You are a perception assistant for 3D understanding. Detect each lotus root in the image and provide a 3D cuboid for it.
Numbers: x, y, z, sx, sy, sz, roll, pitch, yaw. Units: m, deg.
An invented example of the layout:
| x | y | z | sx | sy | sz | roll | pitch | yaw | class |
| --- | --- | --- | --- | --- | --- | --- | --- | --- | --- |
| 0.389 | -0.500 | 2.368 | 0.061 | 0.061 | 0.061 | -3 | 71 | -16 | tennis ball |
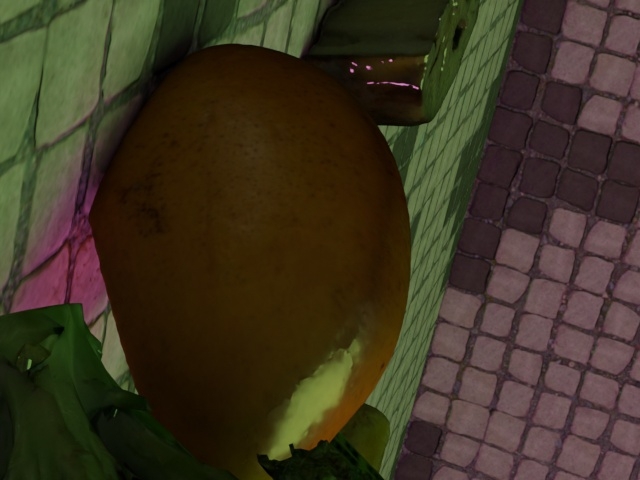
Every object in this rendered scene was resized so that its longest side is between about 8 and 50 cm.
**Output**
| x | y | z | sx | sy | sz | roll | pitch | yaw | class |
| --- | --- | --- | --- | --- | --- | --- | --- | --- | --- |
| 0.074 | -0.200 | 1.460 | 0.138 | 0.119 | 0.235 | 84 | 24 | -52 | lotus root |

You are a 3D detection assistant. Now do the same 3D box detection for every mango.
| x | y | z | sx | sy | sz | roll | pitch | yaw | class |
| --- | --- | --- | --- | --- | --- | --- | --- | --- | --- |
| -0.047 | 0.012 | 0.975 | 0.199 | 0.201 | 0.350 | -40 | -149 | 27 | mango |

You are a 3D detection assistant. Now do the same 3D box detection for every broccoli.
| x | y | z | sx | sy | sz | roll | pitch | yaw | class |
| --- | --- | --- | --- | --- | --- | --- | --- | --- | --- |
| -0.116 | 0.163 | 0.729 | 0.308 | 0.308 | 0.275 | 1 | 74 | -79 | broccoli |

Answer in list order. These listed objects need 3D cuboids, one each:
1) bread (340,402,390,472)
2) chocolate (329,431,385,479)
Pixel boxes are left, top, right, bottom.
| x | y | z | sx | sy | sz | roll | pitch | yaw | class |
| --- | --- | --- | --- | --- | --- | --- | --- | --- | --- |
| -0.018 | 0.295 | 1.731 | 0.270 | 0.148 | 0.269 | 19 | 90 | -83 | bread |
| -0.023 | 0.285 | 1.308 | 0.137 | 0.301 | 0.289 | -43 | 179 | 18 | chocolate |
